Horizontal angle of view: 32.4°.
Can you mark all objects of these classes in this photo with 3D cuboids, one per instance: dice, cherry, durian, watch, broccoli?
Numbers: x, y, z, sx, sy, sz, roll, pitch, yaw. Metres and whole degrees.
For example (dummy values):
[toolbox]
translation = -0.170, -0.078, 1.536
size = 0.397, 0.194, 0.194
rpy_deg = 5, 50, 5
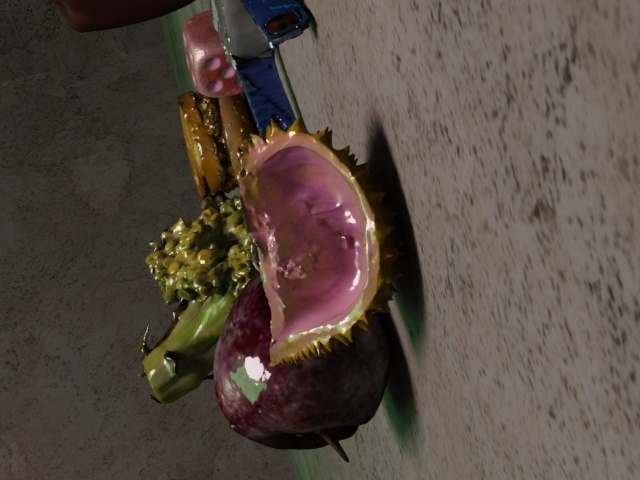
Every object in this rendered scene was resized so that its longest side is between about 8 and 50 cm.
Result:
[dice]
translation = -0.137, -0.260, 1.527
size = 0.091, 0.094, 0.093
rpy_deg = 90, 165, -47
[cherry]
translation = -0.017, 0.116, 1.096
size = 0.195, 0.195, 0.195
rpy_deg = 166, 90, -82
[durian]
translation = 0.001, 0.002, 0.923
size = 0.165, 0.132, 0.182
rpy_deg = 125, 135, -69
[watch]
translation = -0.047, -0.170, 1.221
size = 0.274, 0.068, 0.276
rpy_deg = -122, 19, -50
[broccoli]
translation = -0.083, 0.079, 1.249
size = 0.242, 0.273, 0.180
rpy_deg = 48, 161, -18

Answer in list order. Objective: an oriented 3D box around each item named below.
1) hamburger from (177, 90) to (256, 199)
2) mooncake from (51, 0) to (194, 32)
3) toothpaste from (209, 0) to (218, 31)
[hamburger]
translation = -0.164, -0.170, 1.782
size = 0.182, 0.118, 0.191
rpy_deg = -153, 46, -75
[mooncake]
translation = -0.305, -0.441, 1.620
size = 0.326, 0.334, 0.174
rpy_deg = -6, -102, -54
[toothpaste]
translation = -0.117, -0.391, 1.288
size = 0.099, 0.061, 0.392
rpy_deg = -119, 19, -61
